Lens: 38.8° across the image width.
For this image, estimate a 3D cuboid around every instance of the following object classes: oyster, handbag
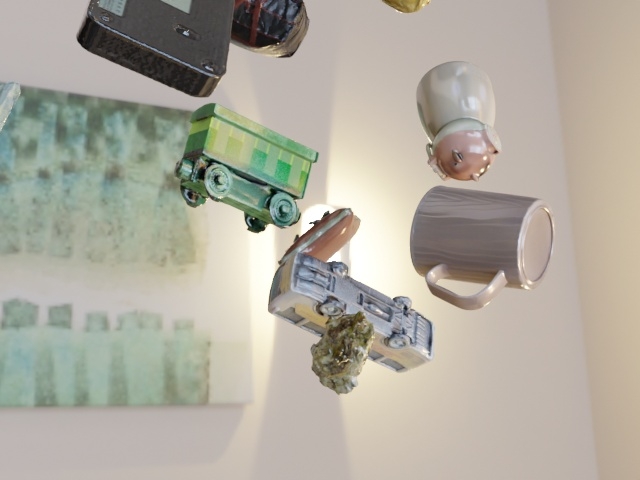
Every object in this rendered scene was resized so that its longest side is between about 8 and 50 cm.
[{"bbox_3d":[0.035,0.180,1.556,0.108,0.053,0.166,38,-69,32],"label":"oyster"},{"bbox_3d":[-0.130,-0.449,1.760,0.169,0.215,0.155,-66,-178,-84],"label":"handbag"}]

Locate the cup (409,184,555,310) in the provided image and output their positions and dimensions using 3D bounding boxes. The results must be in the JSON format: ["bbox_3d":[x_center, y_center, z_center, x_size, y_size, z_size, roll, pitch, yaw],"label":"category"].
[{"bbox_3d":[0.341,0.005,1.999,0.273,0.288,0.208,8,-66,35],"label":"cup"}]

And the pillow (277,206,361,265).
[{"bbox_3d":[0.000,0.000,1.806,0.179,0.171,0.075,-40,-104,2],"label":"pillow"}]

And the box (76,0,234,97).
[{"bbox_3d":[-0.235,-0.366,1.375,0.058,0.211,0.350,-53,-154,38],"label":"box"}]

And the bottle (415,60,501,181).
[{"bbox_3d":[0.261,-0.209,1.694,0.147,0.147,0.237,125,-27,-43],"label":"bottle"}]

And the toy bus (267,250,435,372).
[{"bbox_3d":[0.062,0.137,1.686,0.138,0.342,0.097,-34,-142,45],"label":"toy bus"}]

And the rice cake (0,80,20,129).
[{"bbox_3d":[-0.740,-0.275,2.033,0.226,0.085,0.040,-85,161,-45],"label":"rice cake"}]

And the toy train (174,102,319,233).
[{"bbox_3d":[-0.152,-0.139,1.828,0.120,0.300,0.202,-5,-112,52],"label":"toy train"}]

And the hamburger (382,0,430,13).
[{"bbox_3d":[0.163,-0.506,1.708,0.138,0.147,0.083,-58,-176,36],"label":"hamburger"}]
